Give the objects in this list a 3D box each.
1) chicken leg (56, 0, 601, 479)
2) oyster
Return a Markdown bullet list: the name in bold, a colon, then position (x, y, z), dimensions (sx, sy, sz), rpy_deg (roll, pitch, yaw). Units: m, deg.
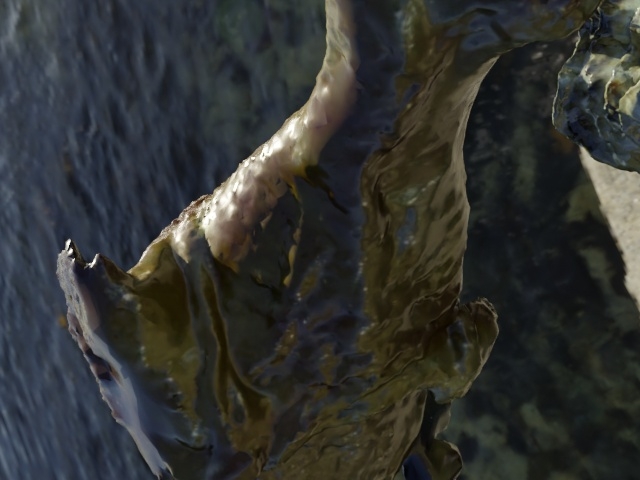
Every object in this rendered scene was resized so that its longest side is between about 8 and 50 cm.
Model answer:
- **chicken leg**: position (-0.014, 0.001, 0.464), dimensions (0.140, 0.212, 0.361), rpy_deg (-110, 16, -44)
- **oyster**: position (0.189, -0.088, 0.444), dimensions (0.125, 0.064, 0.177), rpy_deg (34, 125, -14)
